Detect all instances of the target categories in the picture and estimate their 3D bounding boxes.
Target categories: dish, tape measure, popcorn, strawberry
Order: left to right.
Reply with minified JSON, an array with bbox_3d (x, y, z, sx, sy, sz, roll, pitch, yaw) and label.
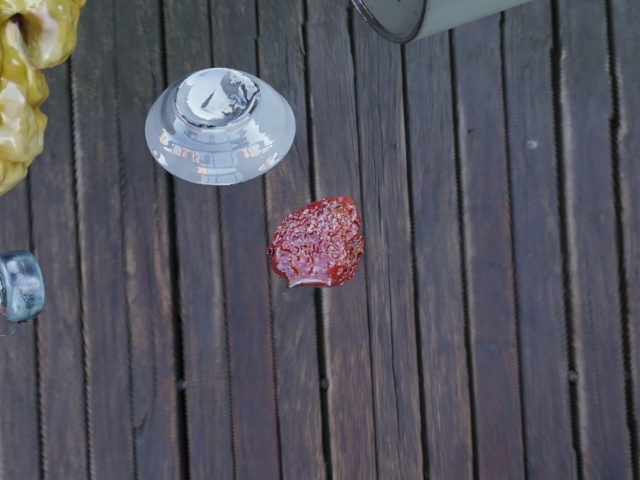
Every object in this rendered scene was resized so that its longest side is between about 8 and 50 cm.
[{"bbox_3d":[-0.354,-0.170,0.821,0.332,0.225,0.265,-45,59,-4],"label":"popcorn"},{"bbox_3d":[-0.469,0.064,1.174,0.180,0.107,0.104,3,49,-25],"label":"tape measure"},{"bbox_3d":[-0.208,-0.262,1.773,0.316,0.106,0.316,0,54,0],"label":"dish"},{"bbox_3d":[0.000,0.000,1.704,0.187,0.184,0.201,22,110,-16],"label":"strawberry"}]

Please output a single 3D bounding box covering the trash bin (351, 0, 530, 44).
[{"bbox_3d":[0.231,-0.385,0.867,0.432,0.280,0.280,-24,88,-12],"label":"trash bin"}]
